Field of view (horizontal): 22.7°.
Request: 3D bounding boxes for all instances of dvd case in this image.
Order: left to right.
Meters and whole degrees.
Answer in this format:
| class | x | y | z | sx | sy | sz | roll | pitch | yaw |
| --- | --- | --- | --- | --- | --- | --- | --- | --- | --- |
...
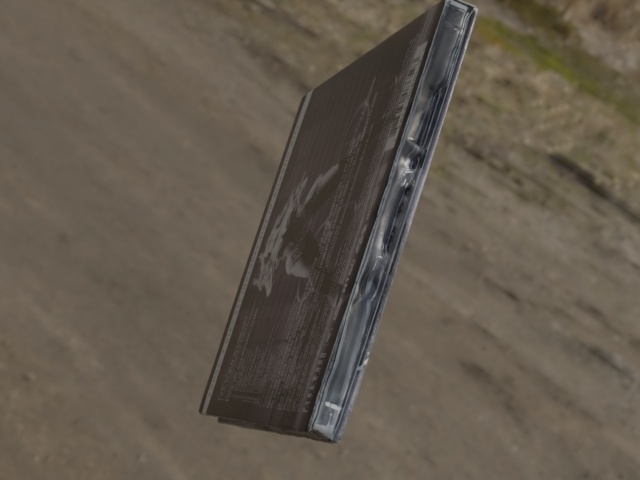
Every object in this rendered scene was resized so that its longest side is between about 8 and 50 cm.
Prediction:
| class | x | y | z | sx | sy | sz | roll | pitch | yaw |
| --- | --- | --- | --- | --- | --- | --- | --- | --- | --- |
| dvd case | 0.000 | 0.000 | 0.662 | 0.018 | 0.164 | 0.221 | 20 | -9 | -12 |
